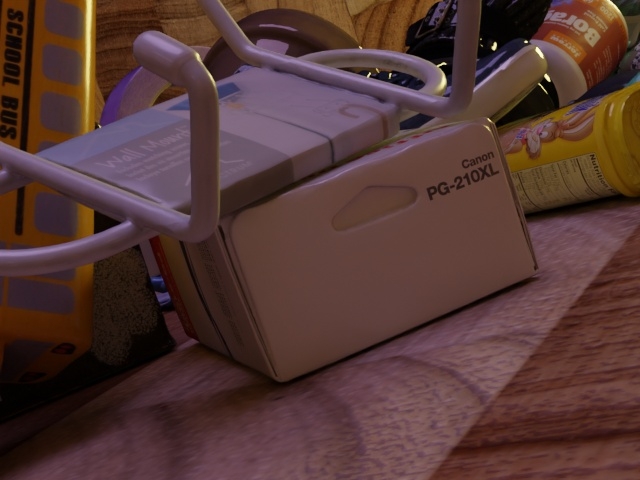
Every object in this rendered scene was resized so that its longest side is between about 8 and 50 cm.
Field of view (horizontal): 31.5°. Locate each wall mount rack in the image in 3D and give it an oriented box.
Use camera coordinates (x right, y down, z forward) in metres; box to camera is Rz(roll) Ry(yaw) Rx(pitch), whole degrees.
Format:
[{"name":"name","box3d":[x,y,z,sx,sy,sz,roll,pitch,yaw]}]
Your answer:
[{"name":"wall mount rack","box3d":[-0.094,-0.116,0.635,0.304,0.130,0.350,22,35,35]}]

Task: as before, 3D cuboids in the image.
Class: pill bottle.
[{"name":"pill bottle","box3d":[0.285,-0.210,1.392,0.121,0.121,0.216,-12,27,45]}]

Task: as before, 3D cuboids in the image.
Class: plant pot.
[{"name":"plant pot","box3d":[-0.069,-0.114,1.382,0.263,0.263,0.229,-14,28,37]}]

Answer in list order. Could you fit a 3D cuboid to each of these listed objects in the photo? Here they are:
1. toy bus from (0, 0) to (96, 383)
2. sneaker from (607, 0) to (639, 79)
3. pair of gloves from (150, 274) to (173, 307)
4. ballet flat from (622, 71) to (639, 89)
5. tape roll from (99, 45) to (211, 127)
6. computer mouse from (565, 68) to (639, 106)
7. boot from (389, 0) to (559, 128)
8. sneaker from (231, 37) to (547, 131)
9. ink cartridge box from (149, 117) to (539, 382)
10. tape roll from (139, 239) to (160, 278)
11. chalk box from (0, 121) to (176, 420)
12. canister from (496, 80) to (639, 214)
[{"name":"toy bus","box3d":[-0.210,-0.024,0.680,0.130,0.332,0.108,10,-27,-31]},{"name":"sneaker","box3d":[0.412,-0.256,1.507,0.410,0.158,0.182,-16,26,40]},{"name":"pair of gloves","box3d":[-0.106,0.033,1.088,0.159,0.023,0.198,-18,6,13]},{"name":"ballet flat","box3d":[0.359,-0.136,0.929,0.247,0.083,0.087,-23,22,-14]},{"name":"tape roll","box3d":[-0.196,-0.154,1.742,0.275,0.274,0.090,-23,8,-27]},{"name":"computer mouse","box3d":[0.257,-0.124,1.167,0.184,0.060,0.262,-23,7,-33]},{"name":"boot","box3d":[0.175,-0.193,1.176,0.260,0.131,0.348,-46,22,-18]},{"name":"sneaker","box3d":[0.012,-0.107,0.947,0.350,0.148,0.131,-27,0,27]},{"name":"ink cartridge box","box3d":[0.000,0.000,0.719,0.172,0.100,0.237,-22,8,-16]},{"name":"tape roll","box3d":[-0.308,-0.012,1.377,0.246,0.169,0.246,-18,7,2]},{"name":"chalk box","box3d":[-0.285,0.045,0.828,0.289,0.180,0.179,-21,7,-22]},{"name":"canister","box3d":[0.195,-0.068,0.847,0.126,0.073,0.170,-26,8,-38]}]
